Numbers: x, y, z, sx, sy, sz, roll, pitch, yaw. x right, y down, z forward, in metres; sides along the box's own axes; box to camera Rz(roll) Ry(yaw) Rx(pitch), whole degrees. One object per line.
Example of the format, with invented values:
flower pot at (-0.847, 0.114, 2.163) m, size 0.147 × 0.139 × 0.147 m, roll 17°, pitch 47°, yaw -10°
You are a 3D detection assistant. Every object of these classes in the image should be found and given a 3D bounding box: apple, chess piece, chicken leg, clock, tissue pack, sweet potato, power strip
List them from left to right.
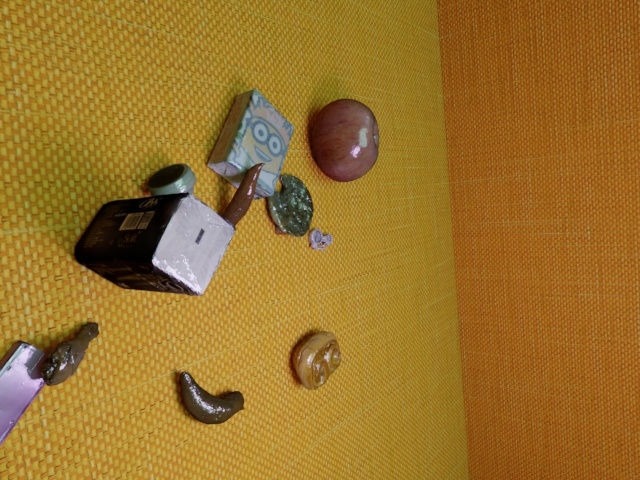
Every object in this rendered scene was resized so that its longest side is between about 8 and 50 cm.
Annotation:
power strip at (-0.719, 0.363, 1.015) m, size 0.109 × 0.037 × 0.279 m, roll 52°, pitch 51°, yaw -38°
chicken leg at (-0.602, 0.266, 1.104) m, size 0.198 × 0.069 × 0.085 m, roll -74°, pitch 155°, yaw -62°
tissue pack at (-0.421, 0.005, 1.135) m, size 0.198 × 0.370 × 0.210 m, roll 49°, pitch 53°, yaw -40°
chess piece at (-0.403, -0.089, 1.375) m, size 0.139 × 0.139 × 0.272 m, roll -56°, pitch 141°, yaw -36°
sweet potato at (-0.342, 0.521, 1.436) m, size 0.310 × 0.098 × 0.124 m, roll 39°, pitch 39°, yaw -42°
sweet potato at (-0.261, -0.126, 1.492) m, size 0.072 × 0.066 × 0.314 m, roll 11°, pitch 119°, yaw -53°
tissue pack at (-0.231, -0.333, 1.577) m, size 0.228 × 0.128 × 0.311 m, roll 38°, pitch 59°, yaw -44°
clock at (0.000, 0.000, 1.919) m, size 0.129 × 0.041 × 0.087 m, roll 11°, pitch 76°, yaw -45°
apple at (0.123, -0.423, 1.905) m, size 0.344 × 0.269 × 0.345 m, roll 4°, pitch 85°, yaw -52°

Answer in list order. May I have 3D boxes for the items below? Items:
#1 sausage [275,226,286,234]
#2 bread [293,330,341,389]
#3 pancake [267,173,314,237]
sausage at (-0.131, -0.038, 1.766) m, size 0.107 × 0.031 × 0.031 m, roll 0°, pitch 89°, yaw -51°
bread at (-0.014, 0.479, 1.824) m, size 0.236 × 0.120 × 0.198 m, roll -34°, pitch 116°, yaw -47°
pancake at (-0.112, -0.131, 1.766) m, size 0.253 × 0.037 × 0.254 m, roll 17°, pitch 68°, yaw -47°
